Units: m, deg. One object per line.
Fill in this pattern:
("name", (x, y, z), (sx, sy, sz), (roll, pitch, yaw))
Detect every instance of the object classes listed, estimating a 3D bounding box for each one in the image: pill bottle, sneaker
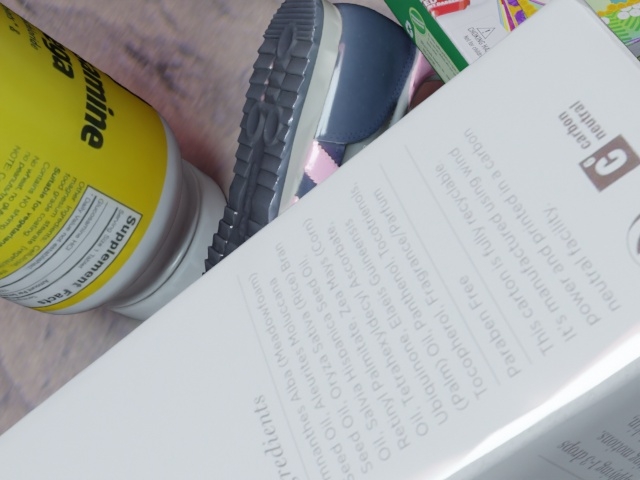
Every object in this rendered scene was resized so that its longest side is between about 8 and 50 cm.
("pill bottle", (-0.226, -0.057, 0.667), (0.188, 0.334, 0.188), (-16, 60, 30))
("sneaker", (0.000, 0.000, 0.629), (0.112, 0.131, 0.319), (44, 121, 57))

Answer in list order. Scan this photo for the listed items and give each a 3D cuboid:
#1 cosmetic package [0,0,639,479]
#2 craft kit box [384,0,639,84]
("cosmetic package", (0.018, 0.121, 0.468), (0.453, 0.230, 0.161), (-37, 50, 16))
("craft kit box", (0.165, -0.190, 0.568), (0.246, 0.061, 0.250), (-22, 52, -6))
